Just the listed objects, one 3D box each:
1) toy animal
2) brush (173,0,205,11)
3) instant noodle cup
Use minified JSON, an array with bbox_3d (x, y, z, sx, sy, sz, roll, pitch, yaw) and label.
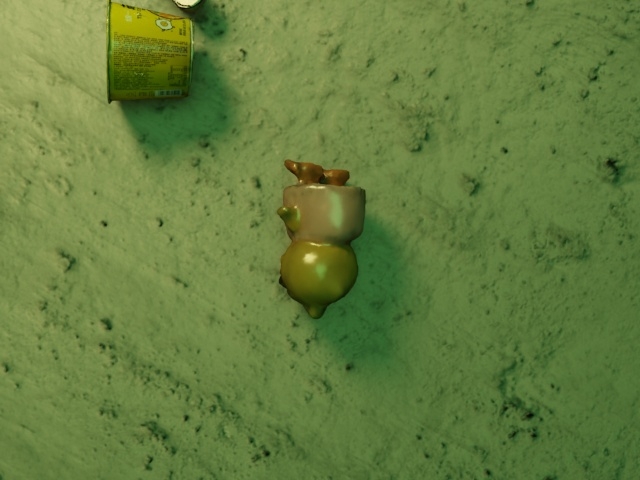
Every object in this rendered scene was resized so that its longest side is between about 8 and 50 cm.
[{"bbox_3d":[0.002,0.002,1.199,0.195,0.169,0.281,7,94,-42],"label":"toy animal"},{"bbox_3d":[-0.320,-0.545,1.201,0.070,0.065,0.327,-41,86,2],"label":"brush"},{"bbox_3d":[-0.301,-0.327,1.153,0.144,0.182,0.182,1,91,-16],"label":"instant noodle cup"}]
